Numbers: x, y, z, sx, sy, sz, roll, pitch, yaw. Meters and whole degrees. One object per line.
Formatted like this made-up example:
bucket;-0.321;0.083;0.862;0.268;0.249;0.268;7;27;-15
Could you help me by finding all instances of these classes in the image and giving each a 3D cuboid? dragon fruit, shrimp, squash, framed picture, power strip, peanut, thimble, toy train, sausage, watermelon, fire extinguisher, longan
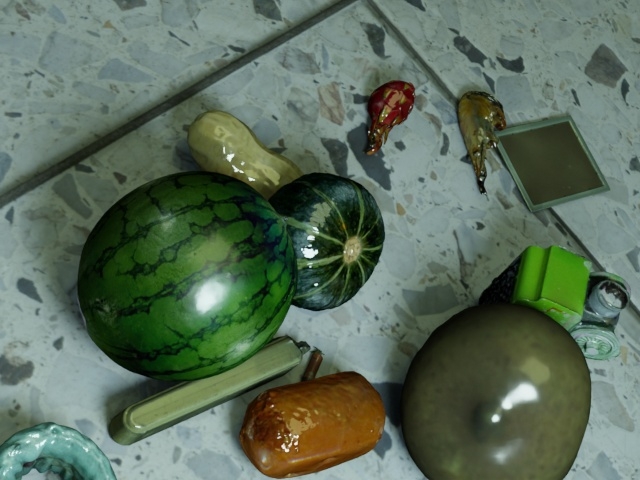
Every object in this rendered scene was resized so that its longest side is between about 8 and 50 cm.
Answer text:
dragon fruit;0.130;-0.263;2.150;0.094;0.094;0.190;36;70;-8
shrimp;0.373;-0.225;2.260;0.117;0.066;0.262;-4;67;-11
squash;0.000;0.000;1.838;0.252;0.165;0.252;-16;113;-42
framed picture;0.531;-0.180;2.362;0.274;0.017;0.217;-12;71;-33
power strip;-0.170;0.238;1.710;0.388;0.092;0.066;-20;78;-35
peanut;-0.128;-0.128;1.908;0.290;0.130;0.130;38;53;-14
thimble;-0.395;0.387;1.478;0.198;0.143;0.235;-6;70;-30
toy train;0.445;0.143;1.973;0.249;0.307;0.173;25;56;-5
sausage;-0.008;0.309;1.723;0.268;0.153;0.141;-8;64;-33
watermelon;-0.208;0.056;1.629;0.363;0.363;0.363;13;60;-23
fire extinguisher;-0.016;0.228;1.845;0.028;0.022;0.083;14;53;14
longan;0.307;0.287;1.787;0.361;0.361;0.361;13;60;-23
